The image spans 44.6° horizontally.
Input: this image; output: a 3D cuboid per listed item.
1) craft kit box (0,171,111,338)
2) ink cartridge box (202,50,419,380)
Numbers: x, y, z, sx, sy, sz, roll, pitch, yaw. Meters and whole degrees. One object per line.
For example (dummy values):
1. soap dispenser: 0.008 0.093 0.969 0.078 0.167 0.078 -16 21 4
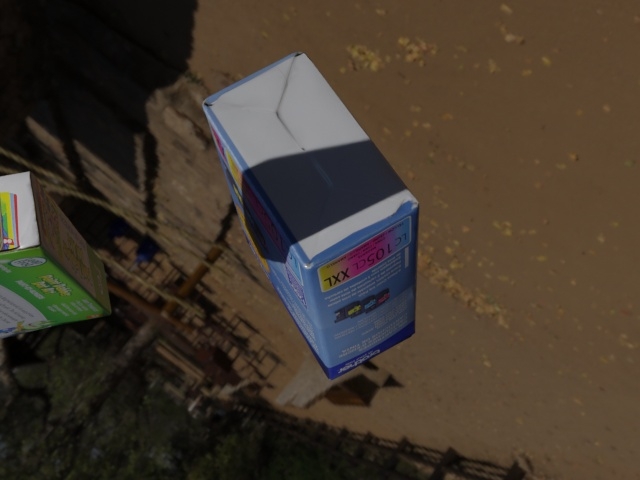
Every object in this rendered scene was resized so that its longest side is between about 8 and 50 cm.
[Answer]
1. craft kit box: -0.297 0.036 0.566 0.250 0.246 0.061 111 150 -74
2. ink cartridge box: 0.000 0.000 1.017 0.270 0.151 0.395 57 170 29
